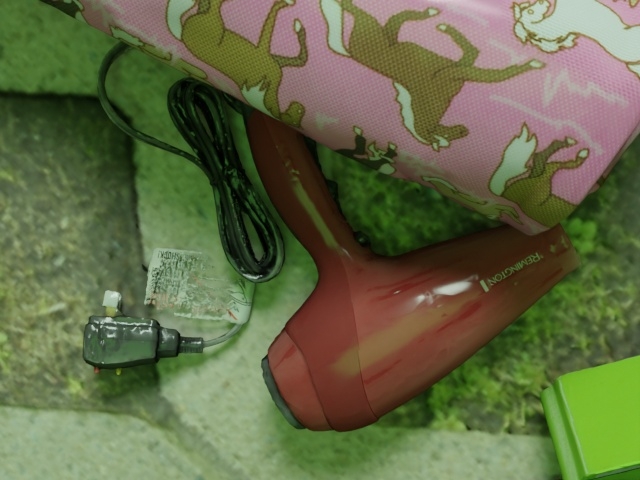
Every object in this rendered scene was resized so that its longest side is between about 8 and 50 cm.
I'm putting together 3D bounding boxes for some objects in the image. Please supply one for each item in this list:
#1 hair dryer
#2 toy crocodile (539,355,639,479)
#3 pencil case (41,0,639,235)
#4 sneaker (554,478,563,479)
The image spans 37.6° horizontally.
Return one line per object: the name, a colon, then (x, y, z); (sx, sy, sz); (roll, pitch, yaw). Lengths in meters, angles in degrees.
hair dryer: (0.000, 0.000, 0.537); (0.294, 0.080, 0.223); (10, 101, 4)
toy crocodile: (0.292, 0.067, 0.512); (0.341, 0.105, 0.115); (-21, 56, 10)
pencil case: (-0.017, -0.148, 0.467); (0.386, 0.167, 0.160); (25, 107, 1)
sneaker: (0.231, 0.212, 0.549); (0.293, 0.102, 0.146); (-9, 104, 13)
